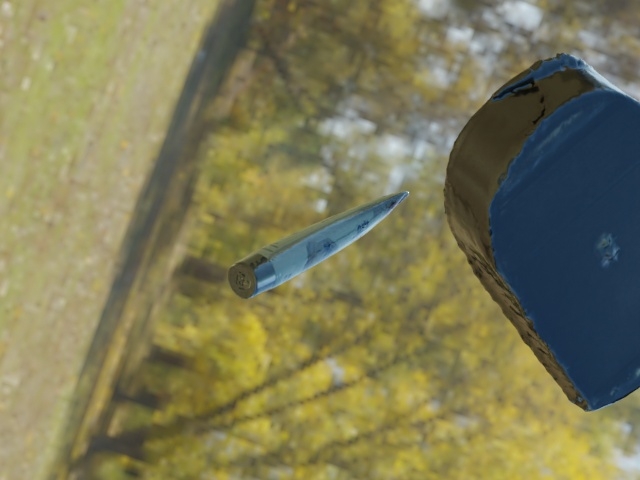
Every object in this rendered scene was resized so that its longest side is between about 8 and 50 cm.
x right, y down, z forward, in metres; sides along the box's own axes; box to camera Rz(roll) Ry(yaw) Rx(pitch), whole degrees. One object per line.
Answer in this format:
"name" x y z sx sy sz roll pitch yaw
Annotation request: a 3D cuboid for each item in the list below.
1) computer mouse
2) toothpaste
"computer mouse" 0.193 -0.008 1.312 0.168 0.295 0.087 -39 -147 -12
"toothpaste" 0.000 0.000 1.642 0.239 0.039 0.062 -27 171 -47
